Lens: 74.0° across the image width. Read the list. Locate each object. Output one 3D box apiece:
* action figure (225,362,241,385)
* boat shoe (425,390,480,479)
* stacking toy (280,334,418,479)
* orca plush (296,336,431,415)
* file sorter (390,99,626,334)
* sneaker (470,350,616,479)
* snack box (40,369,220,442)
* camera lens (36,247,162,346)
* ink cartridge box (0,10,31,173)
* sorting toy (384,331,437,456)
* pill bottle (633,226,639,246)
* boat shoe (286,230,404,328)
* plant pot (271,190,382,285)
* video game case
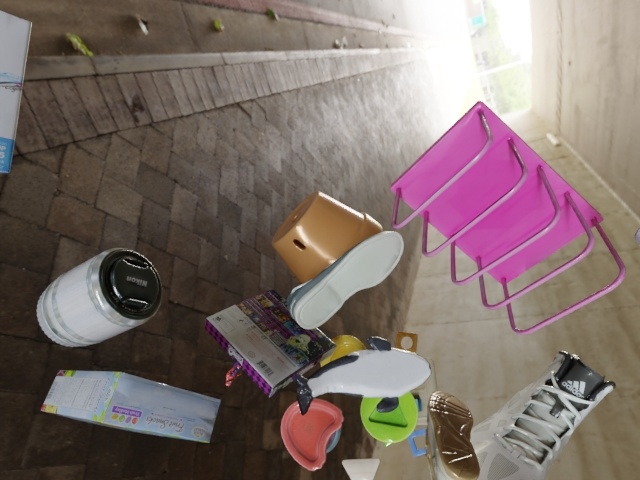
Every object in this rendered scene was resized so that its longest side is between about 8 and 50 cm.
[{"bbox_3d":[-0.224,0.341,1.118,0.115,0.030,0.038,-61,160,-63],"label":"action figure"},{"bbox_3d":[0.157,0.254,0.534,0.170,0.063,0.059,-37,145,-72],"label":"boat shoe"},{"bbox_3d":[0.080,0.428,1.042,0.309,0.280,0.130,-53,153,-11],"label":"stacking toy"},{"bbox_3d":[0.088,0.306,0.912,0.151,0.287,0.102,63,-18,21],"label":"orca plush"},{"bbox_3d":[0.279,-0.025,0.663,0.291,0.202,0.182,38,33,-11],"label":"file sorter"},{"bbox_3d":[0.410,0.341,0.822,0.448,0.169,0.257,-8,125,-48],"label":"sneaker"},{"bbox_3d":[-0.289,0.253,0.649,0.174,0.207,0.070,36,52,-40],"label":"snack box"},{"bbox_3d":[-0.599,0.159,1.169,0.219,0.274,0.219,50,26,-36],"label":"camera lens"},{"bbox_3d":[-0.649,-0.267,0.733,0.197,0.198,0.269,8,91,-44],"label":"ink cartridge box"},{"bbox_3d":[0.239,0.440,1.239,0.047,0.196,0.347,36,47,-59],"label":"sorting toy"},{"bbox_3d":[0.439,0.063,0.407,0.136,0.136,0.245,42,20,-54],"label":"pill bottle"},{"bbox_3d":[0.055,0.075,0.995,0.319,0.099,0.116,-38,118,-14],"label":"boat shoe"},{"bbox_3d":[0.000,0.000,1.199,0.203,0.291,0.290,40,36,-14],"label":"plant pot"},{"bbox_3d":[-0.115,0.224,0.988,0.210,0.232,0.041,-21,139,-47],"label":"video game case"}]
